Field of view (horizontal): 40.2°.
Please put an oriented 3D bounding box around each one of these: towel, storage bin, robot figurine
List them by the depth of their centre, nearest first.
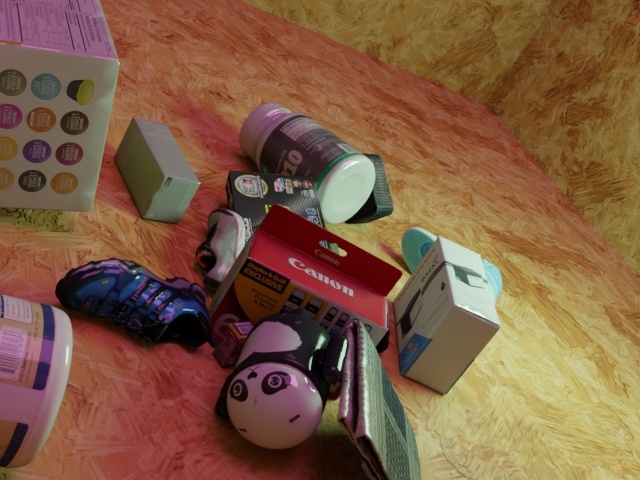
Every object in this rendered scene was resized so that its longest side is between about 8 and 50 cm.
[{"bbox_3d":[-0.067,0.235,1.535,0.173,0.209,0.278,24,31,-3],"label":"robot figurine"},{"bbox_3d":[0.110,0.351,1.570,0.324,0.056,0.312,-89,156,-61],"label":"towel"},{"bbox_3d":[0.118,-0.145,2.445,0.084,0.122,0.180,-4,78,-51],"label":"storage bin"}]

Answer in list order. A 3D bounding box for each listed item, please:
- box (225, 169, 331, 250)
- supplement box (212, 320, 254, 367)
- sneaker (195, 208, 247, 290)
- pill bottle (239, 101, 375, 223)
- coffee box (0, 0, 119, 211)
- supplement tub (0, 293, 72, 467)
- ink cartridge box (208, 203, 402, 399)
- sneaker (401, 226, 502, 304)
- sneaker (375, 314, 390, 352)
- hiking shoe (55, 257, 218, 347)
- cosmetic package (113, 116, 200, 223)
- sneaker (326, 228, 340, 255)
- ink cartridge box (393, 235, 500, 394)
[{"bbox_3d":[-0.104,-0.052,2.074,0.216,0.060,0.270,5,43,-17],"label":"box"},{"bbox_3d":[-0.158,0.197,1.658,0.055,0.083,0.043,1,39,-48],"label":"supplement box"},{"bbox_3d":[-0.219,0.014,1.897,0.108,0.100,0.271,14,31,-24],"label":"sneaker"},{"bbox_3d":[-0.043,-0.216,2.347,0.361,0.204,0.204,38,25,33],"label":"pill bottle"},{"bbox_3d":[-0.594,-0.292,1.670,0.334,0.337,0.338,3,35,-26],"label":"coffee box"},{"bbox_3d":[-0.514,0.164,1.153,0.316,0.228,0.228,19,29,-27],"label":"supplement tub"},{"bbox_3d":[-0.031,0.121,1.719,0.309,0.272,0.130,27,26,-10],"label":"ink cartridge box"},{"bbox_3d":[0.371,0.073,2.425,0.319,0.127,0.208,47,30,8],"label":"sneaker"},{"bbox_3d":[0.060,0.145,1.908,0.302,0.108,0.121,36,29,-38],"label":"sneaker"},{"bbox_3d":[-0.323,0.118,1.578,0.304,0.113,0.132,11,32,-37],"label":"hiking shoe"},{"bbox_3d":[-0.376,-0.161,1.991,0.107,0.127,0.238,8,37,-42],"label":"cosmetic package"},{"bbox_3d":[0.000,0.000,2.189,0.086,0.064,0.192,20,39,-49],"label":"sneaker"},{"bbox_3d":[0.285,0.168,2.045,0.129,0.223,0.307,26,27,-13],"label":"ink cartridge box"}]
